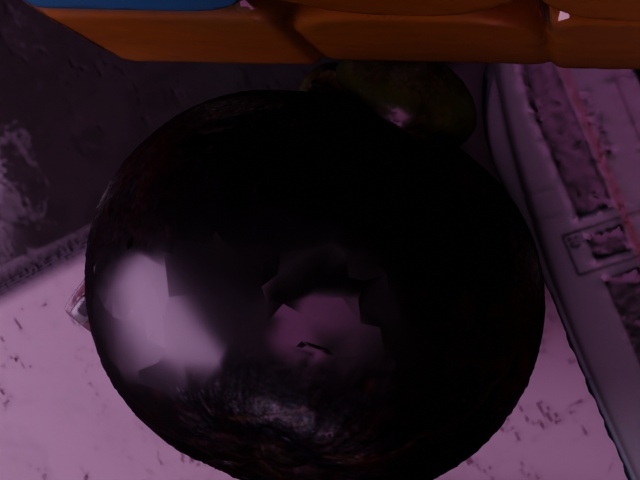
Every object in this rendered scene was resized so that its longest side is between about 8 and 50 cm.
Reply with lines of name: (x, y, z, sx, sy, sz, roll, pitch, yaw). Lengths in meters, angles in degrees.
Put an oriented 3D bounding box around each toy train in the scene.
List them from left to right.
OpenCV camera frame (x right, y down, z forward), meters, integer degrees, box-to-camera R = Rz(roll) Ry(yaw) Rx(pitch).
toy train: (0.149, 0.002, 0.605, 0.088, 0.086, 0.407, -19, 104, 23)

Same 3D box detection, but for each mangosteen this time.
mangosteen: (-0.003, 0.011, 0.593, 0.216, 0.216, 0.216, 5, 112, 12)

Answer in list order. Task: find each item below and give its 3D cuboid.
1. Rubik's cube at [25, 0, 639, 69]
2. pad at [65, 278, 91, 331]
Rubik's cube: (0.027, -0.219, 0.392, 0.291, 0.291, 0.291, 4, 88, 12)
pad: (-0.046, 0.059, 0.716, 0.187, 0.006, 0.113, 38, 114, -2)
